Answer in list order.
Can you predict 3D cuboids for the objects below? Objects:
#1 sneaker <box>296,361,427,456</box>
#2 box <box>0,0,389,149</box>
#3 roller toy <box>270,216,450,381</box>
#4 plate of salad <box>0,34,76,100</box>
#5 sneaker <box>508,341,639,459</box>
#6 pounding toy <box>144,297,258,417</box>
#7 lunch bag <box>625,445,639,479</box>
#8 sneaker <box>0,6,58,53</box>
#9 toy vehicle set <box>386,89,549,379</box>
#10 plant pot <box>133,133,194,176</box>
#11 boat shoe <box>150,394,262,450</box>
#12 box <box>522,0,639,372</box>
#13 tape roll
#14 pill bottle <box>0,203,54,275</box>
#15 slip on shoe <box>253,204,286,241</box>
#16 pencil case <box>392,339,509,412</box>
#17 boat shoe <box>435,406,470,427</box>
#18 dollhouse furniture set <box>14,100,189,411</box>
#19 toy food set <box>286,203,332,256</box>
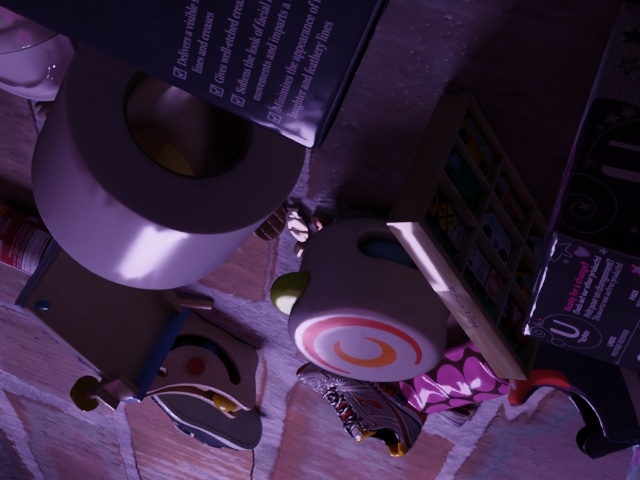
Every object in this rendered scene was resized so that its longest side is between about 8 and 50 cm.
[{"bbox_3d":[0.061,0.256,1.568,0.225,0.093,0.088,31,149,-10],"label":"sneaker"},{"bbox_3d":[-0.111,-0.292,0.716,0.395,0.212,0.293,25,150,-3],"label":"box"},{"bbox_3d":[0.065,0.069,1.221,0.191,0.146,0.209,-11,140,31],"label":"roller toy"},{"bbox_3d":[-0.351,-0.238,1.127,0.199,0.048,0.200,19,146,13],"label":"plate of salad"},{"bbox_3d":[0.382,0.202,1.178,0.350,0.148,0.131,22,172,11],"label":"sneaker"},{"bbox_3d":[-0.213,0.186,1.589,0.269,0.154,0.155,32,149,-14],"label":"pounding toy"},{"bbox_3d":[0.553,0.330,1.327,0.224,0.108,0.279,32,150,-19],"label":"lunch bag"},{"bbox_3d":[-0.392,-0.242,1.028,0.290,0.106,0.123,-9,123,24],"label":"sneaker"},{"bbox_3d":[0.167,0.001,1.023,0.035,0.166,0.267,-2,141,38],"label":"toy vehicle set"},{"bbox_3d":[-0.187,-0.090,1.210,0.081,0.083,0.081,-5,138,40],"label":"plant pot"},{"bbox_3d":[-0.233,0.295,1.813,0.091,0.114,0.302,-14,133,38],"label":"boat shoe"},{"bbox_3d":[0.264,-0.041,0.808,0.142,0.247,0.163,16,148,12],"label":"box"},{"bbox_3d":[-0.157,-0.090,1.032,0.246,0.246,0.169,31,148,-12],"label":"tape roll"},{"bbox_3d":[-0.428,0.010,1.532,0.152,0.086,0.086,23,150,2],"label":"pill bottle"},{"bbox_3d":[-0.084,-0.050,1.247,0.041,0.051,0.135,52,180,39],"label":"slip on shoe"},{"bbox_3d":[0.189,0.172,1.358,0.098,0.095,0.209,52,142,-6],"label":"pencil case"},{"bbox_3d":[0.182,0.246,1.533,0.100,0.035,0.035,33,121,-8],"label":"boat shoe"},{"bbox_3d":[-0.319,0.020,1.257,0.198,0.303,0.286,-7,138,40],"label":"dollhouse furniture set"},{"bbox_3d":[0.000,0.000,1.287,0.077,0.019,0.122,13,140,17],"label":"toy food set"}]
